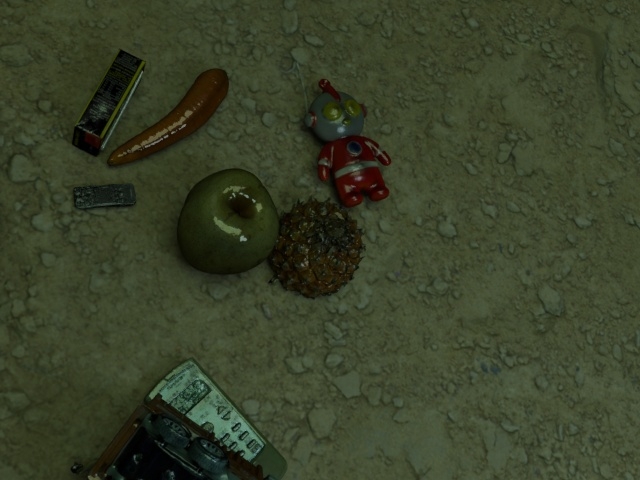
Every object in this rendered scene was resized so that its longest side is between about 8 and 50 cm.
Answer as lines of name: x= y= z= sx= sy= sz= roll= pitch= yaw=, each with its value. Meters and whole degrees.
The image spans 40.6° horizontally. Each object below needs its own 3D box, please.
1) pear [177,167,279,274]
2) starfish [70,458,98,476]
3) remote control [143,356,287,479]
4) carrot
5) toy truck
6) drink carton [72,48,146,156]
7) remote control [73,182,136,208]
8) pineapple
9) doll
pear: x=-0.145 y=-0.027 z=1.366 sx=0.167 sy=0.136 sz=0.167 roll=9 pitch=65 yaw=-20
starfish: x=-0.206 y=0.527 z=1.158 sx=0.324 sy=0.082 sz=0.432 roll=10 pitch=64 yaw=-13
remote control: x=-0.154 y=0.287 z=1.292 sx=0.233 sy=0.038 sz=0.098 roll=47 pitch=61 yaw=3
carrot: x=-0.239 y=-0.198 z=1.445 sx=0.271 sy=0.062 sz=0.066 roll=-50 pitch=124 yaw=-25
toy truck: x=-0.145 y=0.343 z=1.177 sx=0.305 sy=0.162 sz=0.136 roll=36 pitch=92 yaw=-2
drink carton: x=-0.342 y=-0.223 z=1.406 sx=0.056 sy=0.071 sz=0.165 roll=24 pitch=64 yaw=-7
remote control: x=-0.343 y=-0.070 z=1.377 sx=0.096 sy=0.014 sz=0.039 roll=-5 pitch=71 yaw=-21
pineapple: x=0.004 y=0.000 z=1.407 sx=0.161 sy=0.137 sz=0.176 roll=31 pitch=61 yaw=-6
doll: x=0.044 y=-0.178 z=1.531 sx=0.142 sy=0.076 sz=0.245 roll=-12 pitch=78 yaw=-25
